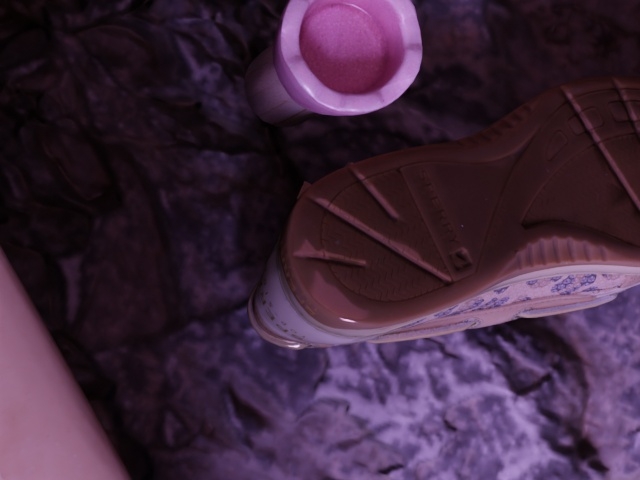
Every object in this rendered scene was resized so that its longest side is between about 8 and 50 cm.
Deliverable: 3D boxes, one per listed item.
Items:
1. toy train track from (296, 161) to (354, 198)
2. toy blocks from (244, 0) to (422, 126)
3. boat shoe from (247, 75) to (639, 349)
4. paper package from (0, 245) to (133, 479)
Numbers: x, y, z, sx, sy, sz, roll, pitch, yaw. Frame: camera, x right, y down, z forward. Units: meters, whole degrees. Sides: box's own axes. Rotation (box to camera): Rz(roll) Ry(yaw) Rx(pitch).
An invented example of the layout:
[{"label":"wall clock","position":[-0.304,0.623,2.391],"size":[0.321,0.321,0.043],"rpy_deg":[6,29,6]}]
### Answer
[{"label":"toy train track","position":[0.000,0.000,0.798],"size":[0.048,0.014,0.083],"rpy_deg":[27,84,-24]},{"label":"toy blocks","position":[0.020,-0.253,0.697],"size":[0.288,0.260,0.309],"rpy_deg":[45,74,-8]},{"label":"boat shoe","position":[0.097,-0.011,0.795],"size":[0.285,0.089,0.104],"rpy_deg":[-11,74,-26]},{"label":"paper package","position":[-0.150,0.156,0.581],"size":[0.168,0.309,0.325],"rpy_deg":[-31,95,-20]}]
